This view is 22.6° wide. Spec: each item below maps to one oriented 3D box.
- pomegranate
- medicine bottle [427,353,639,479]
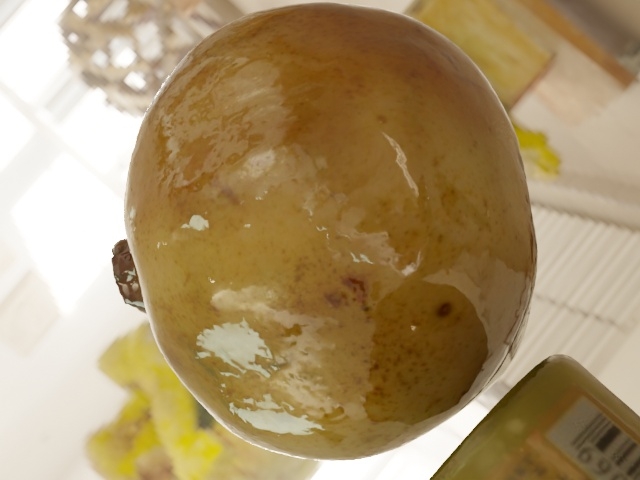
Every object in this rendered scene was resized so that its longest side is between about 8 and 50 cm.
[{"bbox_3d":[0.000,0.000,1.417,0.417,0.416,0.416,38,171,7],"label":"pomegranate"},{"bbox_3d":[0.252,0.285,1.205,0.384,0.224,0.224,41,171,12],"label":"medicine bottle"}]
